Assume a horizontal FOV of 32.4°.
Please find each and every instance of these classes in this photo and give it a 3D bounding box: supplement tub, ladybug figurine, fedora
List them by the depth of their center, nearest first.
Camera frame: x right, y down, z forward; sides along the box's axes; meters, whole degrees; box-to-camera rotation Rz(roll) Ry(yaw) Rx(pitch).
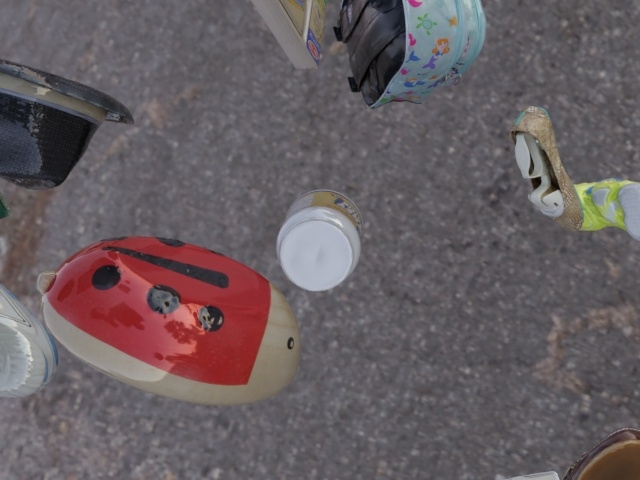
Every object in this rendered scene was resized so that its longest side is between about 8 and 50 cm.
[{"bbox_3d":[-0.432,-0.157,1.547,0.334,0.334,0.152,12,87,57],"label":"fedora"},{"bbox_3d":[-0.231,0.112,1.779,0.305,0.449,0.162,-99,29,-53],"label":"ladybug figurine"},{"bbox_3d":[0.000,0.000,1.903,0.144,0.144,0.199,-56,6,15],"label":"supplement tub"}]

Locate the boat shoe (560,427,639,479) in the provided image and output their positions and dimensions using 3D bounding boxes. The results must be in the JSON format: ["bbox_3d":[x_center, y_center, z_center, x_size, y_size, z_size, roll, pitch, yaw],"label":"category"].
[{"bbox_3d":[0.322,0.289,1.312,0.073,0.073,0.207,-83,17,-54],"label":"boat shoe"}]

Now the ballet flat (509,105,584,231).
[{"bbox_3d":[0.322,-0.093,1.603,0.067,0.206,0.073,-35,18,-30],"label":"ballet flat"}]

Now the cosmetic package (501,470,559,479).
[{"bbox_3d":[0.246,0.469,1.699,0.296,0.153,0.129,-51,49,53],"label":"cosmetic package"}]

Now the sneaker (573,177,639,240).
[{"bbox_3d":[0.483,-0.062,1.691,0.240,0.126,0.091,11,116,43],"label":"sneaker"}]

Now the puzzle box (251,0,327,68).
[{"bbox_3d":[-0.066,-0.534,2.076,0.052,0.409,0.272,2,73,18],"label":"puzzle box"}]

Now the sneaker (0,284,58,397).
[{"bbox_3d":[-0.335,0.051,0.993,0.085,0.237,0.086,-45,3,-3],"label":"sneaker"}]

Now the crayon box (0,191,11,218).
[{"bbox_3d":[-0.429,-0.047,0.775,0.313,0.106,0.363,-32,38,-15],"label":"crayon box"}]

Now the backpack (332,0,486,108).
[{"bbox_3d":[0.137,-0.336,1.653,0.253,0.191,0.225,113,145,-72],"label":"backpack"}]
